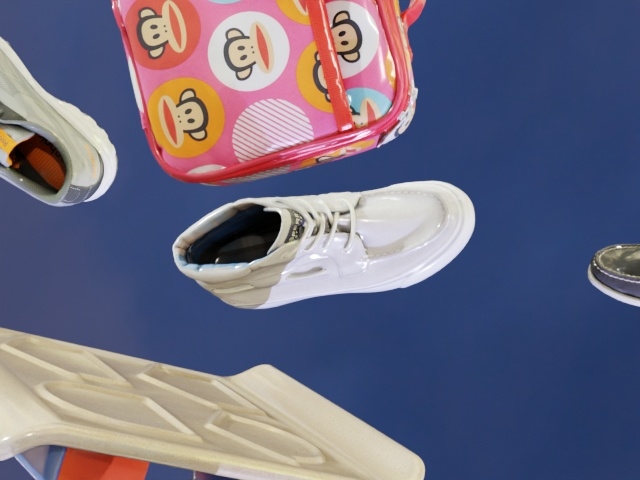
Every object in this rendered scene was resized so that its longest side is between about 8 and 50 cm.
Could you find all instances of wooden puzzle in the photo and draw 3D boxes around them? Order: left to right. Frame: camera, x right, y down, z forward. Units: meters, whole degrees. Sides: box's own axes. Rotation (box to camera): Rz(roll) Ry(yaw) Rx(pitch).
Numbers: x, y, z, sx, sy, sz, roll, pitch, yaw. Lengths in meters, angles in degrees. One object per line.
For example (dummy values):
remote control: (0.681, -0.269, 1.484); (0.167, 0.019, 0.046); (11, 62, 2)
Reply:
wooden puzzle: (-0.140, 0.151, 1.343); (0.322, 0.348, 0.080); (23, -79, 61)

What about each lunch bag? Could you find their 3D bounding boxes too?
lunch bag: (-0.034, -0.201, 1.365); (0.258, 0.120, 0.293); (-15, -93, 10)

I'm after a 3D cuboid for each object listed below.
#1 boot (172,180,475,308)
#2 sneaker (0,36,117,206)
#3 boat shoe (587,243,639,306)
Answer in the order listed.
boot: (0.000, 0.000, 1.489); (0.258, 0.123, 0.095); (-18, -109, 19)
sneaker: (-0.320, -0.130, 1.627); (0.271, 0.108, 0.100); (36, -72, -1)
boat shoe: (0.218, 0.017, 0.978); (0.125, 0.046, 0.038); (11, -41, 20)
